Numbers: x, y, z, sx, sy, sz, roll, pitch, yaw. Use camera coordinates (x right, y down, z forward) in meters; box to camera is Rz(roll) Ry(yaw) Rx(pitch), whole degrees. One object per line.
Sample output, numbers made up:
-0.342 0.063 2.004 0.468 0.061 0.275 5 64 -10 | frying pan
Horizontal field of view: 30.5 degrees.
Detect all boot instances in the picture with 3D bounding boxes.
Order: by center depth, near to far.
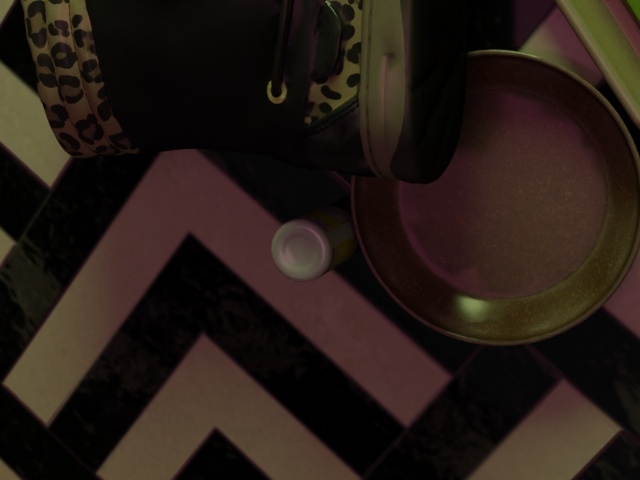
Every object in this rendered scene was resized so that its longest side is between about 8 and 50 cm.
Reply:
-0.051 -0.223 0.764 0.284 0.138 0.377 0 96 26 | boot

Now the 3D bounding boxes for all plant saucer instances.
0.119 -0.029 0.791 0.198 0.036 0.199 4 101 21 | plant saucer

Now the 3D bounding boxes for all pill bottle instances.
0.000 0.000 0.815 0.043 0.083 0.043 4 102 20 | pill bottle

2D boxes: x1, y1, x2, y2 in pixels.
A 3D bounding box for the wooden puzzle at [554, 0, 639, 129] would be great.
0.242 -0.212 0.704 0.238 0.044 0.221 -33 87 23 | wooden puzzle
